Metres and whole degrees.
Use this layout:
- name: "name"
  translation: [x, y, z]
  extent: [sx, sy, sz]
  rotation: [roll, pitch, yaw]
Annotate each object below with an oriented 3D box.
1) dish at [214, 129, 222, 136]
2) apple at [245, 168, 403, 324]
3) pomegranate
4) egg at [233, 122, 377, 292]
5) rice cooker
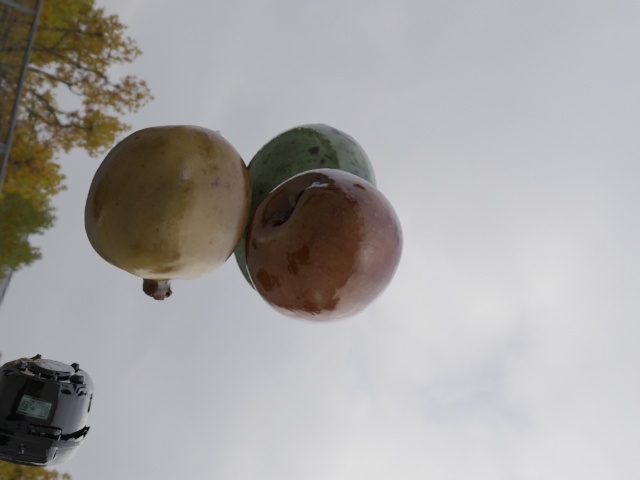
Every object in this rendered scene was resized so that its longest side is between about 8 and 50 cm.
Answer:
- name: "dish"
  translation: [-0.331, -0.142, 1.486]
  extent: [0.273, 0.273, 0.134]
  rotation: [-12, -73, 47]
- name: "apple"
  translation: [0.000, 0.000, 0.766]
  extent: [0.201, 0.162, 0.201]
  rotation: [-20, -134, 23]
- name: "pomegranate"
  translation: [-0.255, -0.068, 1.092]
  extent: [0.307, 0.307, 0.307]
  rotation: [-19, -117, 44]
- name: "egg"
  translation: [-0.033, -0.058, 1.294]
  extent: [0.287, 0.287, 0.379]
  rotation: [-10, -120, 47]
- name: "rice cooker"
  translation: [-0.371, 0.221, 0.838]
  extent: [0.203, 0.142, 0.118]
  rotation: [0, -107, 70]
